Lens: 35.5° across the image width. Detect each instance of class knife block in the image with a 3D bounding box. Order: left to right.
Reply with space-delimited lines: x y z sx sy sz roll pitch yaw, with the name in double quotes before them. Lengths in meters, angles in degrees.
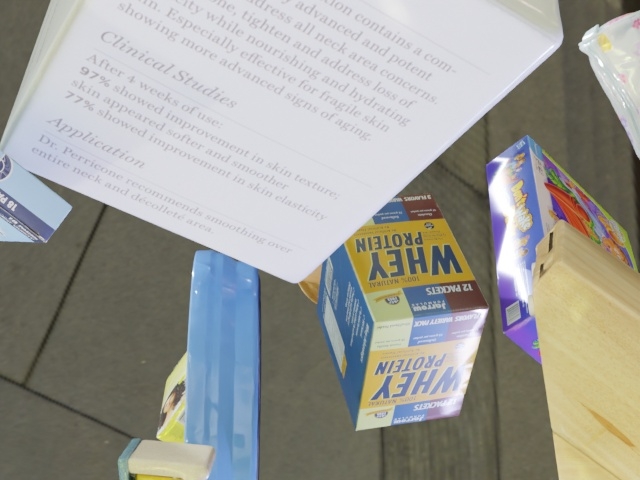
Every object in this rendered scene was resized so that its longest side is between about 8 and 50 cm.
"knife block" 0.271 0.116 0.638 0.088 0.242 0.275 -55 136 -68

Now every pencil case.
"pencil case" 0.498 -0.213 1.519 0.124 0.113 0.273 -27 92 -12

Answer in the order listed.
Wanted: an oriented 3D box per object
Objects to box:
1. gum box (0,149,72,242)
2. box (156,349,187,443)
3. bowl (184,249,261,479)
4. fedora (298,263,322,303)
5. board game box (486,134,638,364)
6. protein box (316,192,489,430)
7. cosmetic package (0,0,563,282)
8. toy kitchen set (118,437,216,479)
"gum box" -0.312 -0.060 0.848 0.157 0.184 0.041 42 69 -26
"box" -0.213 0.250 1.619 0.058 0.232 0.087 34 99 -12
"bowl" -0.111 0.206 1.155 0.077 0.391 0.391 1 77 -5
"fedora" 0.000 0.000 1.395 0.079 0.194 0.194 1 79 -43
"board game box" 0.329 0.046 1.303 0.233 0.078 0.347 39 32 -23
"protein box" 0.089 0.085 1.212 0.136 0.199 0.201 -6 44 -13
"cosmetic package" -0.042 -0.231 0.914 0.329 0.394 0.327 25 46 -23
"toy kitchen set" -0.138 0.247 0.661 0.122 0.207 0.166 -2 101 2
